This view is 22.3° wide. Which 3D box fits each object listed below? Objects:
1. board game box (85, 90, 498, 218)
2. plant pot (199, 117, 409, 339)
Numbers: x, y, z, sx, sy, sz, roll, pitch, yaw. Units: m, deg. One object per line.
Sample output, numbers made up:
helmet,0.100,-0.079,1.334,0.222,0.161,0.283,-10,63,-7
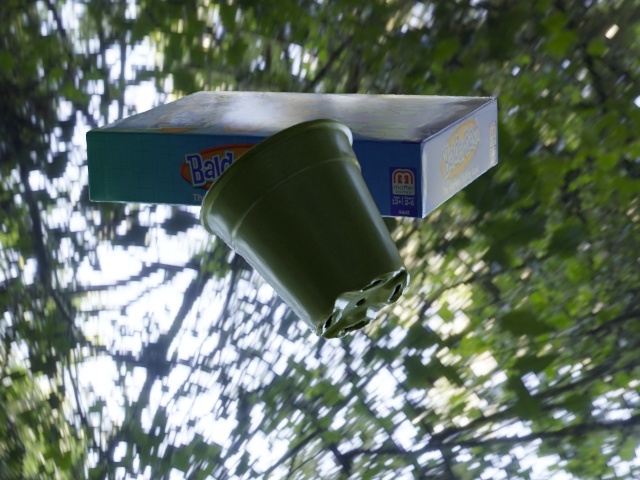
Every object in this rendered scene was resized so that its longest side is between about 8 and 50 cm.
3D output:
board game box,-0.013,-0.057,0.992,0.210,0.160,0.047,3,-75,21
plant pot,0.000,0.000,0.745,0.083,0.083,0.079,-30,-112,-13
